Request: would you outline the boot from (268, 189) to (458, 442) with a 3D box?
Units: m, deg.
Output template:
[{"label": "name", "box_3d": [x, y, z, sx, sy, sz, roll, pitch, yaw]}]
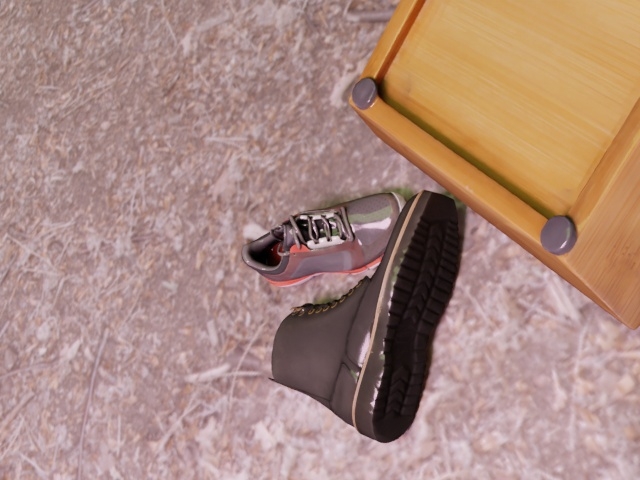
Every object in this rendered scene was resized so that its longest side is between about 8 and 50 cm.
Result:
[{"label": "boot", "box_3d": [0.026, 0.046, 0.809, 0.137, 0.077, 0.198, 16, 88, 43]}]

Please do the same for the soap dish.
[{"label": "soap dish", "box_3d": [0.162, -0.114, 0.695, 0.291, 0.118, 0.229, 43, 110, 42]}]

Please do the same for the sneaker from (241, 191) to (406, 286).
[{"label": "sneaker", "box_3d": [0.000, 0.000, 0.843, 0.158, 0.065, 0.061, -25, 64, 29]}]
